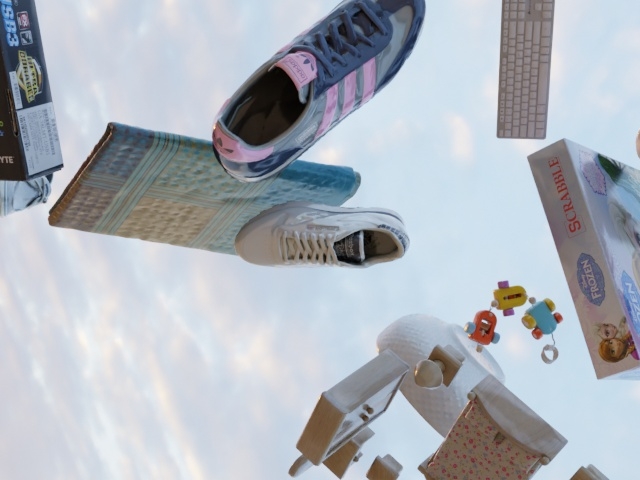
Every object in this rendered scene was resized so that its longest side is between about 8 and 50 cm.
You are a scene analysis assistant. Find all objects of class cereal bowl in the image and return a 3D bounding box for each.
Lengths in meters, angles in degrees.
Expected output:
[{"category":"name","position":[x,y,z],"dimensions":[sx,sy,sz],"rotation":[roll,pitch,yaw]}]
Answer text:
[{"category":"cereal bowl","position":[0.279,0.276,1.874],"dimensions":[0.141,0.339,0.339],"rotation":[-46,-119,14]}]

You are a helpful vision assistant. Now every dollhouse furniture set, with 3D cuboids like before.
[{"category":"dollhouse furniture set","position":[0.153,0.339,1.242],"dimensions":[0.355,0.174,0.303],"rotation":[40,-52,21]}]

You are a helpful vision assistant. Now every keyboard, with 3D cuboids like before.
[{"category":"keyboard","position":[0.289,-0.266,1.264],"dimensions":[0.072,0.014,0.256],"rotation":[5,-66,17]}]

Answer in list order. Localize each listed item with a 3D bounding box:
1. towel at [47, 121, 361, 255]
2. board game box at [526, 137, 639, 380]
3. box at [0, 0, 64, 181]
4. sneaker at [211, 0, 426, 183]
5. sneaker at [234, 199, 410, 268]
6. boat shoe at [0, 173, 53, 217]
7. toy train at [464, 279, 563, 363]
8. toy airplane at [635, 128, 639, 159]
[{"category":"towel","position":[-0.161,-0.061,1.260],"dimensions":[0.271,0.370,0.040],"rotation":[-39,-130,47]},{"category":"board game box","position":[0.437,0.038,1.260],"dimensions":[0.066,0.318,0.319],"rotation":[-29,-115,37]},{"category":"box","position":[-0.450,-0.218,1.032],"dimensions":[0.295,0.073,0.293],"rotation":[3,-72,26]},{"category":"sneaker","position":[0.004,-0.194,1.023],"dimensions":[0.112,0.319,0.131],"rotation":[43,-3,8]},{"category":"sneaker","position":[0.000,0.000,1.191],"dimensions":[0.095,0.235,0.090],"rotation":[-86,169,-69]},{"category":"boat shoe","position":[-0.486,-0.093,1.486],"dimensions":[0.227,0.081,0.079],"rotation":[-110,-154,-71]},{"category":"toy train","position":[0.305,0.133,1.433],"dimensions":[0.046,0.166,0.125],"rotation":[164,-57,-70]},{"category":"toy airplane","position":[0.558,-0.072,1.103],"dimensions":[0.384,0.272,0.386],"rotation":[51,-8,20]}]
